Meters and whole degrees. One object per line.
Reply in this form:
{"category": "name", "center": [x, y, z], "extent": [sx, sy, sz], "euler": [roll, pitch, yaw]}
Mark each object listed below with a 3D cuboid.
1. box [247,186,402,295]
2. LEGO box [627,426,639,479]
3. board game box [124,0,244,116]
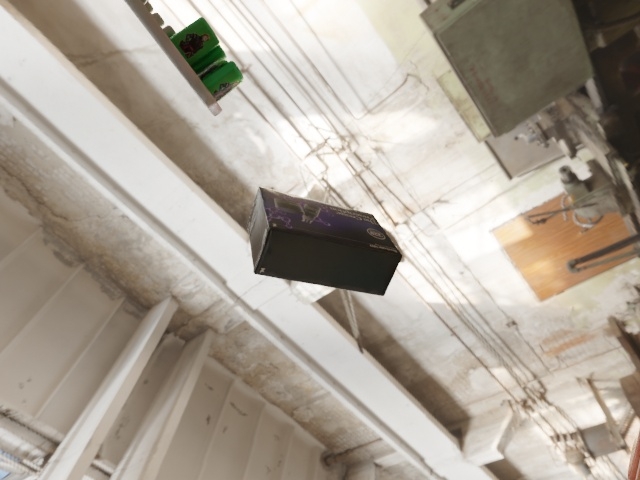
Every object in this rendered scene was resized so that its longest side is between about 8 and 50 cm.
{"category": "box", "center": [0.000, 0.000, 0.858], "extent": [0.260, 0.103, 0.184], "euler": [12, -152, -20]}
{"category": "LEGO box", "center": [0.512, 0.012, 0.476], "extent": [0.372, 0.193, 0.502], "euler": [-4, -77, -50]}
{"category": "board game box", "center": [-0.242, -0.337, 0.487], "extent": [0.390, 0.050, 0.390], "euler": [53, 178, -29]}
